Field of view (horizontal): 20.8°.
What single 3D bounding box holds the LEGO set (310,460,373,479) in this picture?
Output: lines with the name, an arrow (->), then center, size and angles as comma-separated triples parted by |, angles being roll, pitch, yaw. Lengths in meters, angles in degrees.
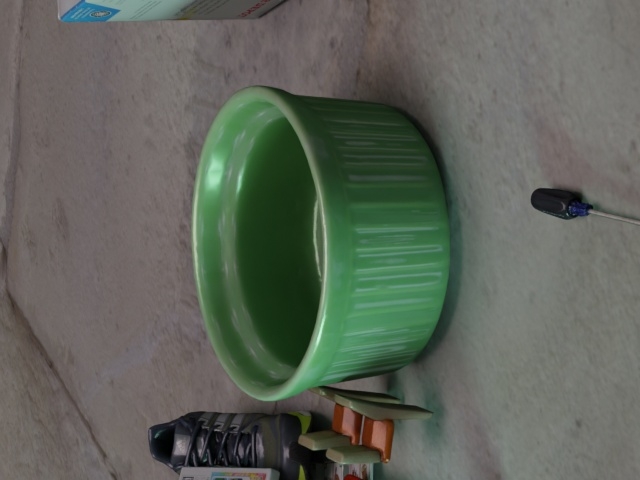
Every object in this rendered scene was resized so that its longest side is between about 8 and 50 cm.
LEGO set -> 0.031, 0.357, 1.870 | 0.182, 0.060, 0.244 | 159, 114, -62

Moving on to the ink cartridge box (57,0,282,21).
ink cartridge box -> -0.150, -0.332, 1.851 | 0.171, 0.232, 0.168 | -18, 78, 62

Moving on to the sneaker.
sneaker -> -0.101, 0.243, 1.974 | 0.300, 0.121, 0.111 | -16, 69, 61

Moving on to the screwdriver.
screwdriver -> 0.229, -0.024, 1.426 | 0.170, 0.024, 0.025 | 12, 135, 59

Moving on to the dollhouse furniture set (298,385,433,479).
dollhouse furniture set -> 0.069, 0.287, 1.685 | 0.259, 0.135, 0.262 | -169, 87, -68

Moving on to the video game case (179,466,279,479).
video game case -> -0.112, 0.321, 1.875 | 0.143, 0.019, 0.157 | -6, 66, 43

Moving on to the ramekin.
ramekin -> 0.000, 0.000, 1.712 | 0.303, 0.148, 0.303 | 10, 102, 62
